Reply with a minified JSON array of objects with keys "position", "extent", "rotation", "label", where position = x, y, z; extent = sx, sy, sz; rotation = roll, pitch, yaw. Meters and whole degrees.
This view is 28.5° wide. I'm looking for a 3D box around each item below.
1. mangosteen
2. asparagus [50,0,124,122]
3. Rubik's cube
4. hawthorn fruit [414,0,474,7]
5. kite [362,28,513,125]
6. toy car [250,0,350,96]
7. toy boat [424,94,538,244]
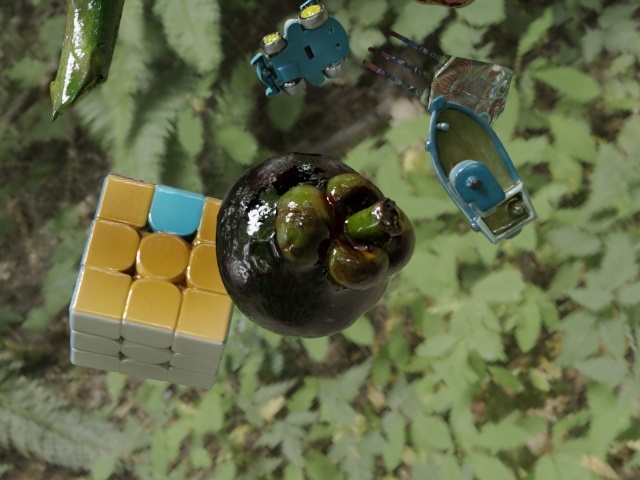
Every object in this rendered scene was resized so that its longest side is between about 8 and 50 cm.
[{"position":[-0.002,-0.002,1.730],"extent":[0.288,0.287,0.233],"rotation":[-28,36,22],"label":"mangosteen"},{"position":[-0.288,-0.308,1.618],"extent":[0.082,0.085,0.343],"rotation":[-13,67,53],"label":"asparagus"},{"position":[-0.307,0.085,2.395],"extent":[0.290,0.291,0.291],"rotation":[113,169,-63],"label":"Rubik's cube"},{"position":[0.138,-0.334,1.397],"extent":[0.133,0.138,0.132],"rotation":[-13,44,13],"label":"hawthorn fruit"},{"position":[0.179,-0.250,1.916],"extent":[0.127,0.229,0.016],"rotation":[-60,8,14],"label":"kite"},{"position":[-0.038,-0.311,2.057],"extent":[0.161,0.126,0.098],"rotation":[-30,34,0],"label":"toy car"},{"position":[0.196,-0.086,1.562],"extent":[0.088,0.215,0.102],"rotation":[-32,12,1],"label":"toy boat"}]
